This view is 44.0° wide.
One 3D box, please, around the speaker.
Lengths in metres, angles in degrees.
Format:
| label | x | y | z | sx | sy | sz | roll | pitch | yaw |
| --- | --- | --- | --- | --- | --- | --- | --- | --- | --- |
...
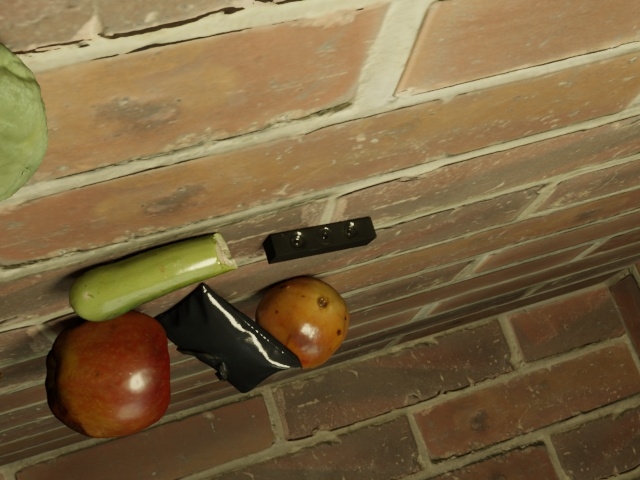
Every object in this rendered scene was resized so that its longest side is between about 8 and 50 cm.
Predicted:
| label | x | y | z | sx | sy | sz | roll | pitch | yaw |
| --- | --- | --- | --- | --- | --- | --- | --- | --- | --- |
| speaker | 0.000 | 0.000 | 1.340 | 0.191 | 0.040 | 0.046 | -11 | 164 | -26 |

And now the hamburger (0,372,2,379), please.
| label | x | y | z | sx | sy | sz | roll | pitch | yaw |
| --- | --- | --- | --- | --- | --- | --- | --- | --- | --- |
| hamburger | -0.623 | 0.211 | 1.245 | 0.231 | 0.107 | 0.231 | -16 | 172 | -2 |

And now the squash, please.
| label | x | y | z | sx | sy | sz | roll | pitch | yaw |
| --- | --- | --- | --- | --- | --- | --- | --- | --- | --- |
| squash | -0.252 | 0.052 | 1.177 | 0.250 | 0.083 | 0.083 | -20 | 165 | -7 |

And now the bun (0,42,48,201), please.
| label | x | y | z | sx | sy | sz | roll | pitch | yaw |
| --- | --- | --- | --- | --- | --- | --- | --- | --- | --- |
| bun | -0.310 | -0.079 | 0.600 | 0.221 | 0.108 | 0.221 | -18 | 164 | -5 |

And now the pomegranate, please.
| label | x | y | z | sx | sy | sz | roll | pitch | yaw |
| --- | --- | --- | --- | --- | --- | --- | --- | --- | --- |
| pomegranate | -0.038 | 0.165 | 1.608 | 0.191 | 0.191 | 0.191 | -17 | 164 | -5 |

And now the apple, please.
| label | x | y | z | sx | sy | sz | roll | pitch | yaw |
| --- | --- | --- | --- | --- | --- | --- | --- | --- | --- |
| apple | -0.370 | 0.233 | 1.385 | 0.230 | 0.230 | 0.230 | -17 | 164 | -5 |

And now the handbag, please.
| label | x | y | z | sx | sy | sz | roll | pitch | yaw |
| --- | --- | --- | --- | --- | --- | --- | --- | --- | --- |
| handbag | -0.187 | 0.198 | 1.531 | 0.211 | 0.254 | 0.089 | -31 | -156 | 44 |
